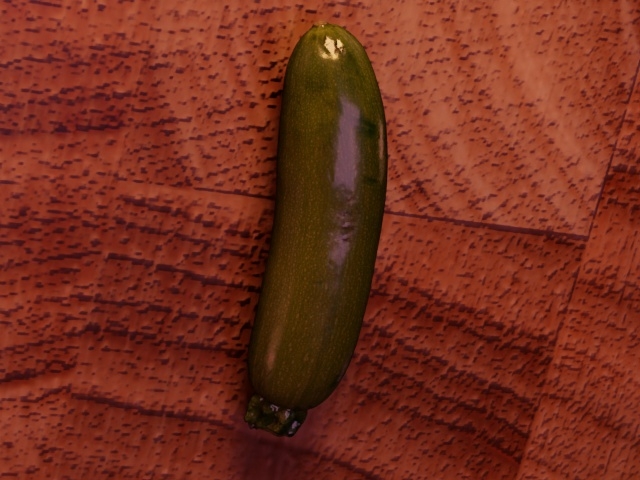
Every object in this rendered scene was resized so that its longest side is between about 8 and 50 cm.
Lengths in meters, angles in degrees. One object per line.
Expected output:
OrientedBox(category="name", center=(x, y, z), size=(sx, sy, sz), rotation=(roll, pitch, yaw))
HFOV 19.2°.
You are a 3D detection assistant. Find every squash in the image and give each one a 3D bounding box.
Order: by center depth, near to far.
OrientedBox(category="squash", center=(0.000, 0.000, 1.107), size=(0.069, 0.069, 0.258), rotation=(-2, 111, -26))
